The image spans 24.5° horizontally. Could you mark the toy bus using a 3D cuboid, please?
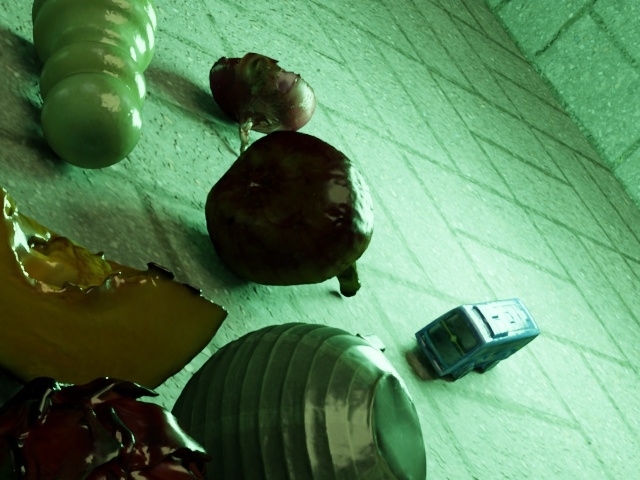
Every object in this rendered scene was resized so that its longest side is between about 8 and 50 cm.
[{"bbox_3d":[0.211,0.123,1.961,0.079,0.094,0.236,52,21,17],"label":"toy bus"}]

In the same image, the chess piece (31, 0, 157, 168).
[{"bbox_3d":[-0.250,-0.176,1.608,0.144,0.144,0.251,33,30,-30],"label":"chess piece"}]

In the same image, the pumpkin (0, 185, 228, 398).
[{"bbox_3d":[-0.245,0.046,1.243,0.169,0.148,0.312,12,-18,44],"label":"pumpkin"}]

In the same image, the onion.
[{"bbox_3d":[-0.087,-0.170,1.953,0.150,0.140,0.150,19,-16,6],"label":"onion"}]

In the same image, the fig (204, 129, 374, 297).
[{"bbox_3d":[-0.023,-0.023,1.722,0.190,0.190,0.290,50,4,10],"label":"fig"}]

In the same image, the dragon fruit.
[{"bbox_3d":[-0.163,0.181,1.035,0.189,0.182,0.182,1,48,-55],"label":"dragon fruit"}]

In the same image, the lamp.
[{"bbox_3d":[-0.027,0.186,1.214,0.233,0.233,0.265,31,46,-34],"label":"lamp"}]

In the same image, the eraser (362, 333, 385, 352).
[{"bbox_3d":[0.053,0.127,1.759,0.027,0.019,0.099,52,22,15],"label":"eraser"}]
